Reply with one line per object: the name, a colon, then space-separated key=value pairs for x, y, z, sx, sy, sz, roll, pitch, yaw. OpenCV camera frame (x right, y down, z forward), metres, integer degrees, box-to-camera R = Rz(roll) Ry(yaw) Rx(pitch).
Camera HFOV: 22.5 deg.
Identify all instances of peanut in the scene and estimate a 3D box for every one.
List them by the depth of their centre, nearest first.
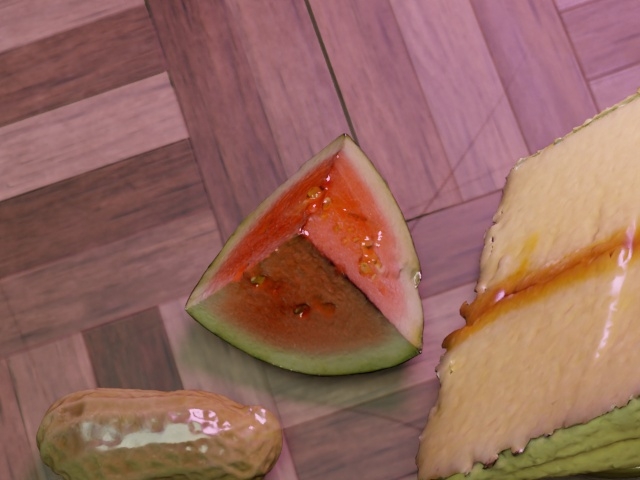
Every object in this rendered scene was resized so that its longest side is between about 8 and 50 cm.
peanut: x=-0.126 y=0.160 z=1.254 sx=0.194 sy=0.083 sz=0.093 roll=3 pitch=74 yaw=6

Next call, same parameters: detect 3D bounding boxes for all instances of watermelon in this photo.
watermelon: x=0.001 y=0.009 z=1.288 sx=0.193 sy=0.137 sz=0.145 roll=10 pitch=40 yaw=8

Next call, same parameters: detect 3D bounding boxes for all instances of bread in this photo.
bread: x=0.267 y=-0.024 z=1.174 sx=0.404 sy=0.242 sz=0.346 roll=-1 pitch=52 yaw=5

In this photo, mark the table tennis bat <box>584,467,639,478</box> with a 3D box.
table tennis bat: x=0.289 y=0.081 z=1.261 sx=0.320 sy=0.050 sz=0.198 roll=-8 pitch=66 yaw=6
